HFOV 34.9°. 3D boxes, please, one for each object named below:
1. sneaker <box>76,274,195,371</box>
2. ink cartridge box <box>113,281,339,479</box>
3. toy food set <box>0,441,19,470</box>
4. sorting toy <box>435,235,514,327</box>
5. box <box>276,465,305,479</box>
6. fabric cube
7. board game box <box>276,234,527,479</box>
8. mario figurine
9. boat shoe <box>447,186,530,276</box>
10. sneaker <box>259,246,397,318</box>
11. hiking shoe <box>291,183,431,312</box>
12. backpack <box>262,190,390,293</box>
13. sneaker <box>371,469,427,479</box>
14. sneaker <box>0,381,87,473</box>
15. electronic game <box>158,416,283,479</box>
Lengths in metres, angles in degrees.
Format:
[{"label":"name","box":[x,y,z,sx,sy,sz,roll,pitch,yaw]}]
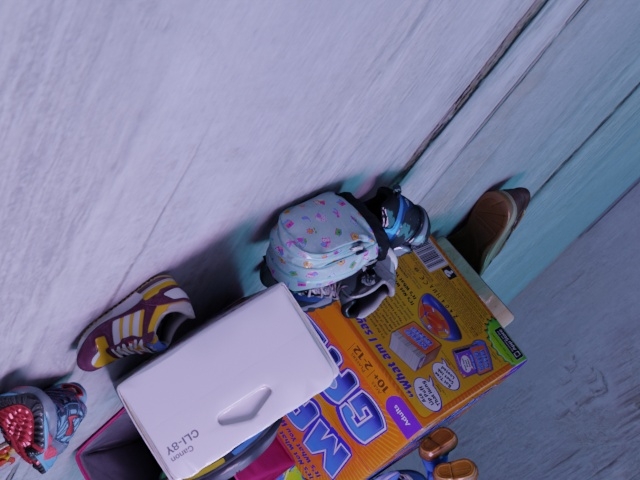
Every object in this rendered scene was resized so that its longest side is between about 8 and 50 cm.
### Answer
[{"label":"sneaker","box":[-0.259,0.133,1.415,0.185,0.084,0.069,-42,151,6]},{"label":"ink cartridge box","box":[-0.158,0.208,1.544,0.279,0.160,0.384,-32,-179,-14]},{"label":"toy food set","box":[-0.502,0.344,1.622,0.083,0.020,0.082,-21,157,-46]},{"label":"sorting toy","box":[0.262,0.154,2.337,0.257,0.255,0.089,-40,-170,11]},{"label":"box","box":[-0.035,0.438,2.362,0.290,0.177,0.279,-2,115,-52]},{"label":"fabric cube","box":[-0.254,0.416,1.939,0.259,0.254,0.258,-42,165,14]},{"label":"board game box","box":[0.108,0.244,2.032,0.356,0.356,0.356,-21,159,-45]},{"label":"mario figurine","box":[0.273,0.500,1.976,0.198,0.170,0.321,-69,159,-45]},{"label":"boat shoe","box":[0.383,-0.006,2.371,0.123,0.123,0.342,-24,153,-36]},{"label":"sneaker","box":[0.012,0.072,1.628,0.228,0.132,0.086,-8,131,6]},{"label":"hiking shoe","box":[0.033,0.007,1.732,0.304,0.113,0.132,-35,135,15]},{"label":"backpack","box":[0.000,0.000,1.553,0.182,0.152,0.115,-23,143,-33]},{"label":"sneaker","box":[0.159,0.529,2.058,0.322,0.130,0.236,-16,161,-40]},{"label":"sneaker","box":[-0.400,0.243,1.474,0.125,0.104,0.262,-49,175,-26]},{"label":"electronic game","box":[-0.161,0.333,1.643,0.229,0.048,0.229,-30,-170,6]}]
